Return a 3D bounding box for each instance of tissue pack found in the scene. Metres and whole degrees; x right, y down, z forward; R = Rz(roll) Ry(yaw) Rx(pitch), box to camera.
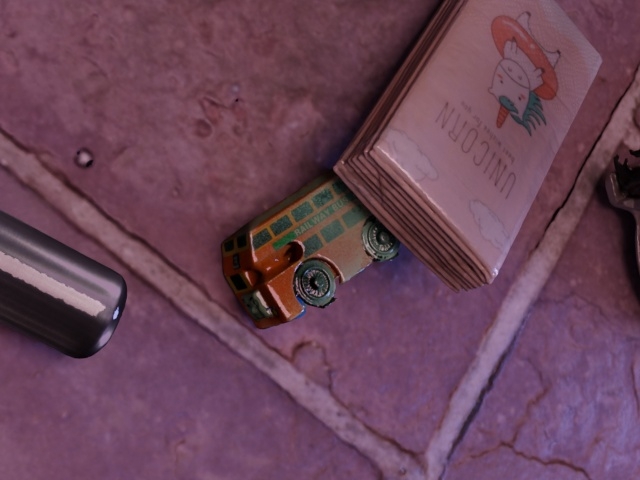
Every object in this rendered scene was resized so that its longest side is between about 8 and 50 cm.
[{"bbox_3d":[0.149,-0.121,1.178,0.170,0.071,0.325,47,49,-17],"label":"tissue pack"}]

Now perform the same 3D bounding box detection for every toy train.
[{"bbox_3d":[0.000,0.000,1.124,0.188,0.072,0.099,-35,93,-28],"label":"toy train"}]

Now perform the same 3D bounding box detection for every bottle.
[{"bbox_3d":[-0.275,0.012,0.969,0.254,0.079,0.096,31,108,-24],"label":"bottle"}]

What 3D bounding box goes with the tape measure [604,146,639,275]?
[{"bbox_3d":[0.446,-0.007,1.342,0.258,0.130,0.265,-18,98,-30],"label":"tape measure"}]
